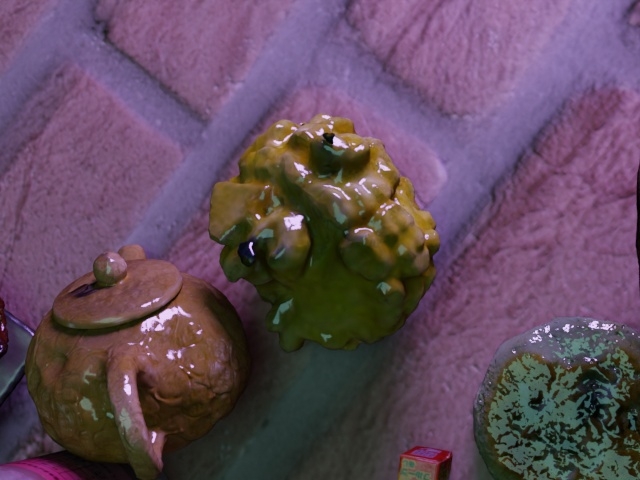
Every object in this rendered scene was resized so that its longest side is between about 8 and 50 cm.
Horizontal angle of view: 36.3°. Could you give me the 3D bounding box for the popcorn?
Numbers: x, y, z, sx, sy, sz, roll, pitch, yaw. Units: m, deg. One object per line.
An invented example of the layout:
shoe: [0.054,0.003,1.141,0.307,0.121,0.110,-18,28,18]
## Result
popcorn: [-0.001,-0.002,0.879,0.189,0.169,0.218,-32,73,13]

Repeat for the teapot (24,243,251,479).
teapot: [-0.172,0.091,0.884,0.203,0.311,0.167,-14,115,-3]

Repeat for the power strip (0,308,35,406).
power strip: [-0.451,0.146,1.051,0.257,0.092,0.251,32,87,18]

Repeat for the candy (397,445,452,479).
candy: [0.088,0.252,0.888,0.038,0.062,0.121,9,89,19]

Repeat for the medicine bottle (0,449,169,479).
medicine bottle: [-0.230,0.262,0.891,0.147,0.247,0.147,-2,85,19]

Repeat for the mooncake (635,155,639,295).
mooncake: [0.317,0.039,0.722,0.156,0.284,0.284,-5,84,23]

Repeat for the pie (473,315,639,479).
pie: [0.226,0.157,0.863,0.187,0.041,0.186,-2,84,18]

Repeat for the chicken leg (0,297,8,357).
chicken leg: [-0.357,0.069,1.001,0.062,0.037,0.145,-20,62,-8]
